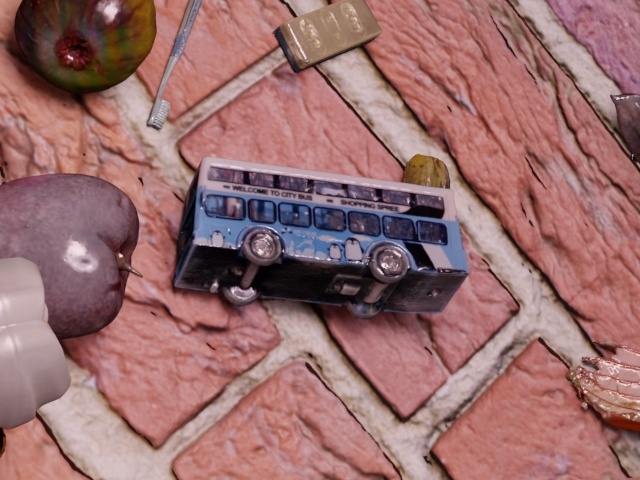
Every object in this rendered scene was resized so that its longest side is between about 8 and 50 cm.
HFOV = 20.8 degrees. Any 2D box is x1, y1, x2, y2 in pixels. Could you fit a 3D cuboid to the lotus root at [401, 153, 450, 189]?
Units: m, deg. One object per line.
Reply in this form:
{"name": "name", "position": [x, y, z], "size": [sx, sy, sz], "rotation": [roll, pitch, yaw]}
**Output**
{"name": "lotus root", "position": [0.118, -0.051, 1.965], "size": [0.054, 0.049, 0.099], "rotation": [16, 65, -32]}

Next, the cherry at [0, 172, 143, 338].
{"name": "cherry", "position": [-0.259, 0.016, 1.694], "size": [0.176, 0.140, 0.176], "rotation": [2, 63, -3]}

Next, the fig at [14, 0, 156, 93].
{"name": "fig", "position": [-0.226, -0.256, 1.828], "size": [0.149, 0.149, 0.245], "rotation": [35, 35, -13]}

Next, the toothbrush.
{"name": "toothbrush", "position": [-0.150, -0.216, 1.901], "size": [0.019, 0.016, 0.219], "rotation": [25, 63, -20]}

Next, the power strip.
{"name": "power strip", "position": [0.011, -0.238, 1.985], "size": [0.123, 0.032, 0.056], "rotation": [-26, 87, -33]}

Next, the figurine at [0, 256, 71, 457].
{"name": "figurine", "position": [-0.311, 0.111, 1.570], "size": [0.133, 0.236, 0.176], "rotation": [-16, 81, -29]}

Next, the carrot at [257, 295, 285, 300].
{"name": "carrot", "position": [0.038, 0.046, 1.894], "size": [0.254, 0.049, 0.049], "rotation": [-5, 75, -25]}

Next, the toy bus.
{"name": "toy bus", "position": [0.000, 0.000, 1.826], "size": [0.297, 0.106, 0.131], "rotation": [8, 57, -16]}

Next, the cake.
{"name": "cake", "position": [0.418, 0.204, 2.021], "size": [0.287, 0.135, 0.098], "rotation": [23, 67, 3]}

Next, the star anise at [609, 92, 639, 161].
{"name": "star anise", "position": [0.461, -0.088, 2.126], "size": [0.212, 0.129, 0.283], "rotation": [4, 74, -44]}
